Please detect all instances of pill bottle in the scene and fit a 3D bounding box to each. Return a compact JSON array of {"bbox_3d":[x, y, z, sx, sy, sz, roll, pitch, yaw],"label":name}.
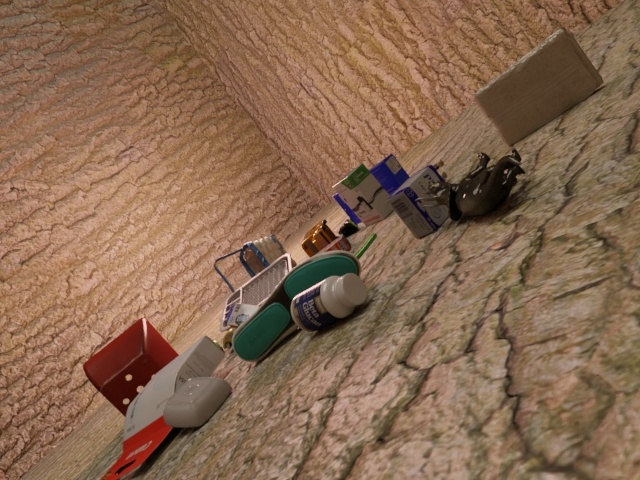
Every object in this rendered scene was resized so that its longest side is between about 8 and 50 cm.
[{"bbox_3d":[0.018,0.133,1.072,0.169,0.094,0.094,-33,8,42],"label":"pill bottle"}]

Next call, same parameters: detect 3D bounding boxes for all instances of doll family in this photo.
[{"bbox_3d":[0.332,-0.171,1.546,0.111,0.076,0.193,-27,16,40],"label":"doll family"}]

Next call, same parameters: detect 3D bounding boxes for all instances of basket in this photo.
[{"bbox_3d":[-0.263,0.129,2.051,0.289,0.255,0.201,-27,-16,-34],"label":"basket"}]

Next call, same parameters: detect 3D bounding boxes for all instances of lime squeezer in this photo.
[{"bbox_3d":[0.039,0.098,1.350,0.310,0.059,0.110,-37,8,17],"label":"lime squeezer"}]

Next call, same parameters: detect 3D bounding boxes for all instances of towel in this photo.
[{"bbox_3d":[0.571,-0.401,1.307,0.282,0.187,0.049,-33,12,36],"label":"towel"}]

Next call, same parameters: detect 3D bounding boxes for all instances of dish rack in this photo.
[{"bbox_3d":[-0.218,0.205,1.813,0.333,0.072,0.285,-38,18,8],"label":"dish rack"}]

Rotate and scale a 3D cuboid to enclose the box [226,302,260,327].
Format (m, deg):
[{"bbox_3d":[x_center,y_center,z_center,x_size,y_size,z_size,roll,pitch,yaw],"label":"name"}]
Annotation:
[{"bbox_3d":[-0.257,0.257,1.656,0.136,0.028,0.081,2,61,38],"label":"box"}]

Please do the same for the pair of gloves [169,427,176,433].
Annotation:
[{"bbox_3d":[-0.341,0.433,1.313,0.159,0.023,0.198,-40,7,-10],"label":"pair of gloves"}]

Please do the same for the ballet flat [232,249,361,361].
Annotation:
[{"bbox_3d":[-0.062,0.158,1.262,0.400,0.139,0.139,-41,6,10],"label":"ballet flat"}]

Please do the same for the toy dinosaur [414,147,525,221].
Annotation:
[{"bbox_3d":[0.334,-0.101,1.004,0.160,0.121,0.313,-51,12,-2],"label":"toy dinosaur"}]

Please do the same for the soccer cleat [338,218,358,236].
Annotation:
[{"bbox_3d":[0.110,-0.046,2.011,0.072,0.060,0.179,-49,1,-6],"label":"soccer cleat"}]

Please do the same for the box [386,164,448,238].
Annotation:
[{"bbox_3d":[0.255,-0.097,1.212,0.137,0.126,0.072,-43,7,-34],"label":"box"}]

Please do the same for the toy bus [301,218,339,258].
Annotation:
[{"bbox_3d":[0.000,0.000,2.035,0.130,0.108,0.333,-38,6,7],"label":"toy bus"}]

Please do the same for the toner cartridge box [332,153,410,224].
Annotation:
[{"bbox_3d":[0.212,-0.200,2.002,0.075,0.165,0.348,-42,8,-37],"label":"toner cartridge box"}]

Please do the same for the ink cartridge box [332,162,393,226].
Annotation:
[{"bbox_3d":[0.165,-0.165,1.832,0.087,0.208,0.153,-45,8,-23],"label":"ink cartridge box"}]

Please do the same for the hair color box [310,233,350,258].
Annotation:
[{"bbox_3d":[0.028,0.052,1.768,0.167,0.053,0.093,-39,5,11],"label":"hair color box"}]

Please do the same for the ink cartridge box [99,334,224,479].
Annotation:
[{"bbox_3d":[-0.457,0.459,1.321,0.308,0.091,0.385,-38,9,34],"label":"ink cartridge box"}]

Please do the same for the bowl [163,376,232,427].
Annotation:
[{"bbox_3d":[-0.298,0.376,1.172,0.142,0.053,0.142,-12,19,34],"label":"bowl"}]

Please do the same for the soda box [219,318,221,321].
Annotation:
[{"bbox_3d":[-0.356,0.309,2.049,0.074,0.069,0.216,-39,6,3],"label":"soda box"}]

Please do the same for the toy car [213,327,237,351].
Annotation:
[{"bbox_3d":[-0.358,0.360,1.640,0.239,0.053,0.225,-28,-5,-23],"label":"toy car"}]

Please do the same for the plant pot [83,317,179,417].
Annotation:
[{"bbox_3d":[-0.628,0.471,1.697,0.267,0.267,0.235,-40,18,-14],"label":"plant pot"}]
